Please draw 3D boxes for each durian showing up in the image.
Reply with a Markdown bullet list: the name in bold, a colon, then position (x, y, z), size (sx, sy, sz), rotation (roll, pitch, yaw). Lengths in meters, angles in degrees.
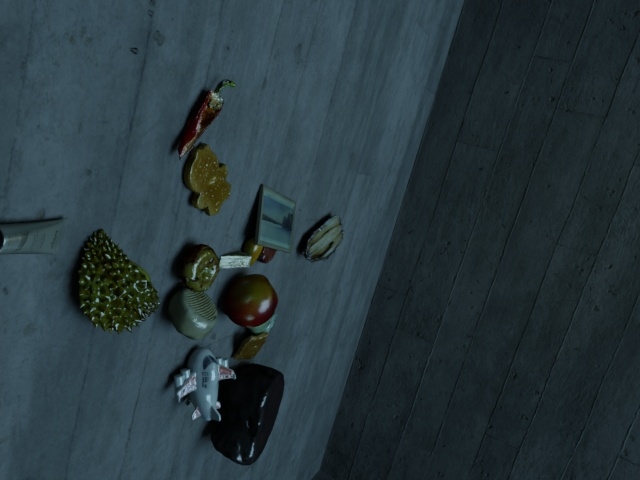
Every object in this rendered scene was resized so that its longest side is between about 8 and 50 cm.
- **durian**: position (-0.491, 0.130, 1.262), size (0.172, 0.166, 0.306), rotation (-33, 143, -7)

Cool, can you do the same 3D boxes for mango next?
- **mango**: position (-0.245, 0.040, 1.829), size (0.114, 0.057, 0.079), rotation (-69, 165, 6)

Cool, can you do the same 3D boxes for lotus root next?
- **lotus root**: position (-0.001, 0.000, 2.345), size (0.329, 0.078, 0.167), rotation (-36, 117, -51)

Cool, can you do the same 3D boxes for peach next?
- **peach**: position (-0.250, 0.222, 1.820), size (0.197, 0.197, 0.197), rotation (-49, 150, -41)

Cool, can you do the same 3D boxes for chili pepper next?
- **chili pepper**: position (-0.263, -0.432, 1.431), size (0.083, 0.017, 0.030), rotation (-38, 144, -53)
- **chili pepper**: position (-0.314, -0.325, 1.361), size (0.059, 0.050, 0.268), rotation (39, 73, -45)

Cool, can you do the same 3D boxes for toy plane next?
- **toy plane**: position (-0.393, 0.490, 1.744), size (0.252, 0.118, 0.252), rotation (6, 82, -52)

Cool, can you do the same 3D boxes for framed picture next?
- **framed picture**: position (-0.162, -0.070, 1.900), size (0.289, 0.016, 0.213), rotation (22, 72, -68)

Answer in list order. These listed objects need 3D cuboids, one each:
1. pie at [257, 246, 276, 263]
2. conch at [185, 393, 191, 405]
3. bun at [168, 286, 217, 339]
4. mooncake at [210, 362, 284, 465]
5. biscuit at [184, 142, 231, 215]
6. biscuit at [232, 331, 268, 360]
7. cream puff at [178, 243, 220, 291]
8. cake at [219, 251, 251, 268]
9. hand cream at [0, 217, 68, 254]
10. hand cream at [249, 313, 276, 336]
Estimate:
- **pie**: position (-0.195, 0.016, 1.945), size (0.153, 0.038, 0.153), rotation (-51, 151, -43)
- **conch**: position (-0.415, 0.519, 1.836), size (0.180, 0.065, 0.088), rotation (-37, 144, -39)
- **bun**: position (-0.395, 0.229, 1.560), size (0.113, 0.166, 0.173), rotation (-36, 148, 11)
- **mooncake**: position (-0.287, 0.688, 2.084), size (0.350, 0.212, 0.381), rotation (24, 84, -72)
- **biscuit**: position (-0.330, -0.174, 1.477), size (0.166, 0.036, 0.225), rotation (-61, 153, -22)
- **biscuit**: position (-0.280, 0.429, 2.054), size (0.162, 0.035, 0.250), rotation (-28, 156, -19)
- **cream puff**: position (-0.372, 0.082, 1.534), size (0.149, 0.084, 0.149), rotation (-31, 126, -55)
- **cake**: position (-0.295, 0.070, 1.745), size (0.121, 0.065, 0.052), rotation (-10, 116, -57)
- **hand cream**: position (-0.586, -0.005, 1.020), size (0.087, 0.054, 0.186), rotation (-68, 165, 9)
- **hand cream**: position (-0.245, 0.324, 2.057), size (0.147, 0.093, 0.306), rotation (-58, 164, -16)
